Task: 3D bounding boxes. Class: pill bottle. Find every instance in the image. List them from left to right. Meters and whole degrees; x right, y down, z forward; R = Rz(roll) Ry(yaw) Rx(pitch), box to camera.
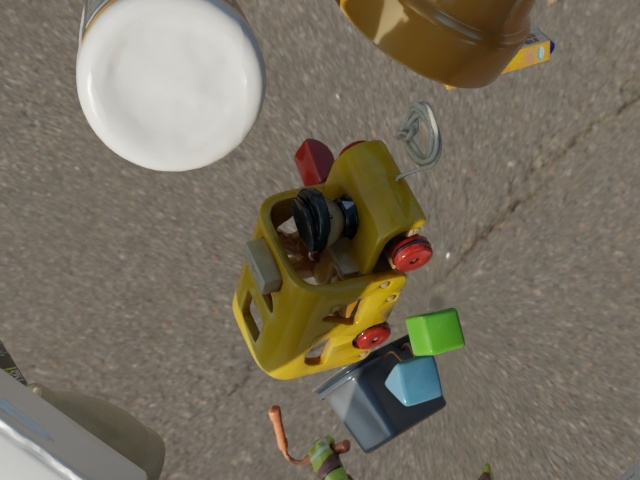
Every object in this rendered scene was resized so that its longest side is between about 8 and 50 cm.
[{"bbox_3d":[-0.145,-0.183,0.999,0.162,0.278,0.162,-4,115,-9],"label":"pill bottle"}]

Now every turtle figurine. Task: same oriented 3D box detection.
[{"bbox_3d":[0.058,0.267,0.983,0.217,0.087,0.270,-12,104,8],"label":"turtle figurine"}]

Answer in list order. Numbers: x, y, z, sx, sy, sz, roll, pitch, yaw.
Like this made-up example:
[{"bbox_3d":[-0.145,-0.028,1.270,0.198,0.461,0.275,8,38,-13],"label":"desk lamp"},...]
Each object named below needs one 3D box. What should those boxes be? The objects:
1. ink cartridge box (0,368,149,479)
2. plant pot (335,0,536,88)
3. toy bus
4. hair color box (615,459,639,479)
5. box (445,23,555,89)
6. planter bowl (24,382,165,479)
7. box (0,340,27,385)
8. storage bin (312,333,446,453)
[{"bbox_3d":[-0.217,0.167,0.501,0.172,0.100,0.237,38,88,-8],"label":"ink cartridge box"},{"bbox_3d":[0.137,-0.278,0.978,0.205,0.205,0.188,44,129,7],"label":"plant pot"},{"bbox_3d":[0.000,0.011,0.736,0.104,0.191,0.202,-13,102,-25],"label":"toy bus"},{"bbox_3d":[0.295,0.366,0.953,0.110,0.339,0.185,30,127,-8],"label":"hair color box"},{"bbox_3d":[0.181,-0.209,1.142,0.136,0.028,0.081,-19,42,-9],"label":"box"},{"bbox_3d":[-0.219,0.182,0.846,0.162,0.162,0.109,-40,111,2],"label":"planter bowl"},{"bbox_3d":[-0.395,0.091,1.108,0.045,0.191,0.184,-30,87,0],"label":"box"},{"bbox_3d":[0.077,0.166,1.168,0.098,0.135,0.091,-41,76,39],"label":"storage bin"}]
